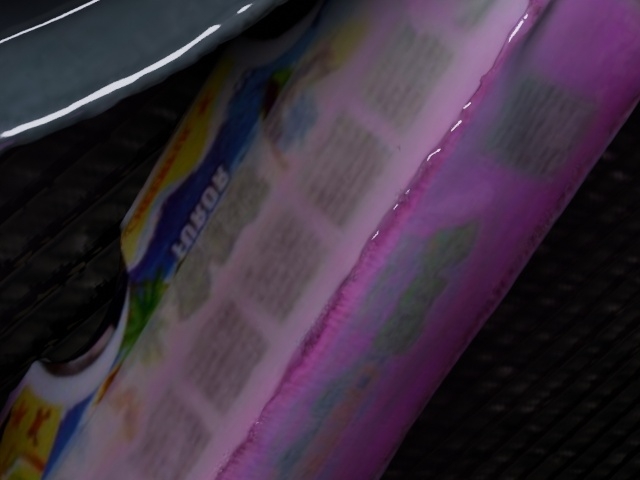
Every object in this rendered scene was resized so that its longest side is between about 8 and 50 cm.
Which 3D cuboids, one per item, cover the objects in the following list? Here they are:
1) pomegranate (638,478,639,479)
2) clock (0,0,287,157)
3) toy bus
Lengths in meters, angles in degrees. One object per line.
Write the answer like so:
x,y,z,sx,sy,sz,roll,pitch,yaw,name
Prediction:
0.259,0.289,0.815,0.411,0.411,0.411,-25,138,-24,pomegranate
-0.101,-0.127,0.281,0.319,0.066,0.319,-17,148,-11,clock
0.000,0.000,0.534,0.090,0.112,0.274,18,112,-41,toy bus
